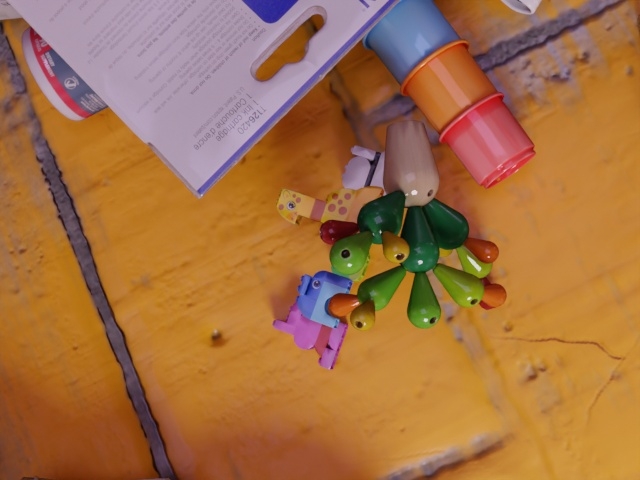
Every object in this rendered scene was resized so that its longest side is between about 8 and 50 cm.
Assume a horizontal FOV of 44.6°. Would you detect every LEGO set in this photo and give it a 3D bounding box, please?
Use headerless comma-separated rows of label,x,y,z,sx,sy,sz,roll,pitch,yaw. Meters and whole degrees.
LEGO set,0.000,0.000,0.750,0.093,0.087,0.227,19,85,13

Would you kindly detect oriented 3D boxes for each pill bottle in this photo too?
pill bottle,-0.203,-0.209,0.810,0.180,0.108,0.108,-25,78,7

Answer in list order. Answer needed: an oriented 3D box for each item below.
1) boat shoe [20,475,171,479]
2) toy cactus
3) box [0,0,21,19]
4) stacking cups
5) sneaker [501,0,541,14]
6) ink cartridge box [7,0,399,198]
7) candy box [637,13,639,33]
boat shoe,-0.266,0.283,0.736,0.302,0.113,0.103,-22,114,8
toy cactus,0.080,-0.011,0.689,0.112,0.219,0.181,-17,74,52
box,-0.386,-0.283,0.868,0.323,0.063,0.067,-2,84,16
stacking cups,0.086,-0.190,0.756,0.096,0.096,0.316,-33,78,5
sneaker,0.243,-0.324,0.732,0.322,0.130,0.236,3,88,10
ink cartridge box,-0.103,-0.245,0.715,0.303,0.072,0.307,-44,85,0
candy box,0.344,-0.207,0.658,0.109,0.186,0.053,-8,83,9
